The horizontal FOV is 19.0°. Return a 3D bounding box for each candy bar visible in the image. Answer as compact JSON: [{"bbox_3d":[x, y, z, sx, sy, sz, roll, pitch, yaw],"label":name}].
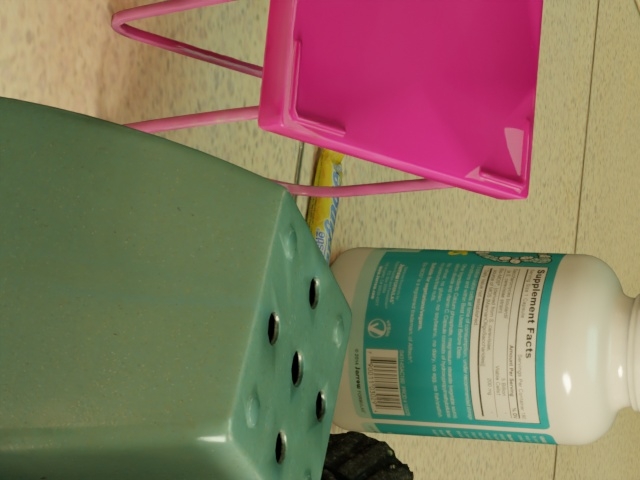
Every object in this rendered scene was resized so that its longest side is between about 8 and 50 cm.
[{"bbox_3d":[0.000,0.000,1.428,0.040,0.018,0.161,49,45,-63],"label":"candy bar"}]

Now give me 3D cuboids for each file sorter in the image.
[{"bbox_3d":[0.000,-0.179,1.099,0.202,0.182,0.290,14,78,-45],"label":"file sorter"}]

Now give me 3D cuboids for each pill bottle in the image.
[{"bbox_3d":[0.138,0.081,1.456,0.146,0.264,0.146,2,90,-71],"label":"pill bottle"}]

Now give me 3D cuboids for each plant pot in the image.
[{"bbox_3d":[-0.118,0.046,0.757,0.165,0.234,0.165,62,35,-55],"label":"plant pot"}]

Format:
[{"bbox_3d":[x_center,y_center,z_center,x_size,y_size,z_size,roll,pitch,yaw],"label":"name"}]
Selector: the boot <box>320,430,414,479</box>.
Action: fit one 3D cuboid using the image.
[{"bbox_3d":[-0.020,0.143,1.149,0.260,0.131,0.348,-20,115,-56],"label":"boot"}]
